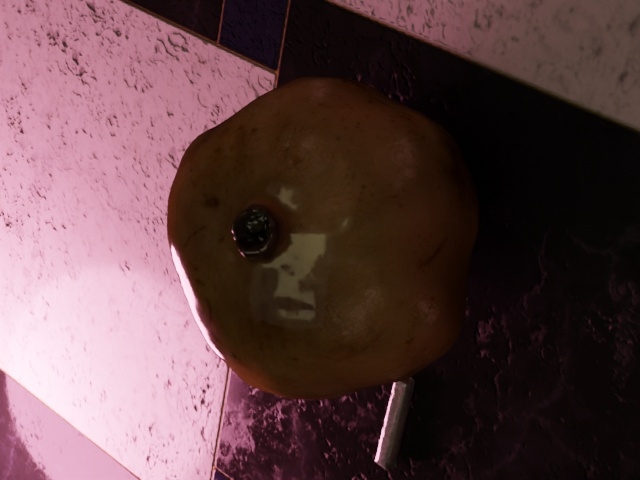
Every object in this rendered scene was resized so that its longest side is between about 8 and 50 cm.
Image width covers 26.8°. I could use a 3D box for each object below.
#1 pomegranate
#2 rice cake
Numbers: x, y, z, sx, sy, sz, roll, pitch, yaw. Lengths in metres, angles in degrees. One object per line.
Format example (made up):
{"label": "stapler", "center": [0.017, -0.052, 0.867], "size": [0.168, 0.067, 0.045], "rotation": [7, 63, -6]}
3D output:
{"label": "pomegranate", "center": [0.000, 0.000, 1.351], "size": [0.332, 0.332, 0.333], "rotation": [14, 111, 41]}
{"label": "rice cake", "center": [0.084, 0.207, 1.530], "size": [0.022, 0.021, 0.121], "rotation": [32, 120, 40]}
